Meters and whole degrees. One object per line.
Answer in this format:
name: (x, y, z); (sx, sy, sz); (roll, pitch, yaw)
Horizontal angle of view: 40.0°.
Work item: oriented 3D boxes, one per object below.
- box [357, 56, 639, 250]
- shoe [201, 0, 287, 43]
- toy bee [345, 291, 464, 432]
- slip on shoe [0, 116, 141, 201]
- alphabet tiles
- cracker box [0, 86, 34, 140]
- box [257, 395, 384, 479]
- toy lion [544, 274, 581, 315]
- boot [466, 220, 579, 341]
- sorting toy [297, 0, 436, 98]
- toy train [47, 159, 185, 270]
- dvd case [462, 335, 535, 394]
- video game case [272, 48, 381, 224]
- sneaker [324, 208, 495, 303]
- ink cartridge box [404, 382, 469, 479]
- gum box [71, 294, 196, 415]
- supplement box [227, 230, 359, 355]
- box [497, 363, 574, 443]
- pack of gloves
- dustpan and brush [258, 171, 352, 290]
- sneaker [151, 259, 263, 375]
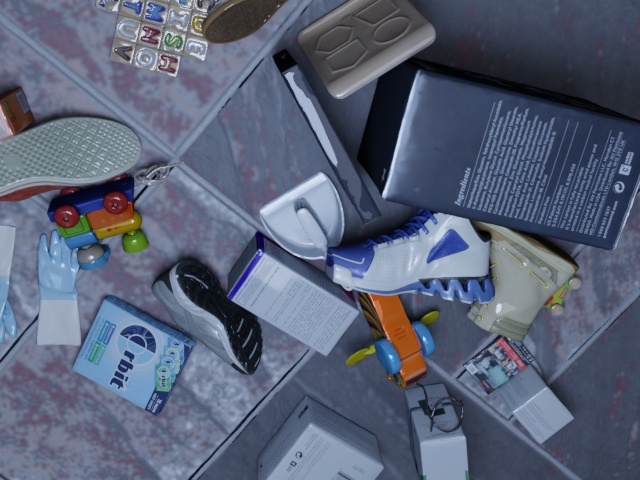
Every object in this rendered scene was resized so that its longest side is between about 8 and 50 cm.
box: (0.290, -0.158, 1.467); (0.396, 0.293, 0.212); (11, 106, -10)
shoe: (-0.108, -0.408, 1.476); (0.219, 0.058, 0.076); (-32, 139, 9)
toy bee: (0.140, 0.218, 1.661); (0.195, 0.162, 0.298); (-4, 79, -13)
slip on shoe: (-0.474, -0.132, 1.508); (0.331, 0.101, 0.123); (-16, 85, -13)
alphabet tiles: (-0.274, -0.404, 1.480); (0.198, 0.009, 0.237); (13, 106, -10)
cracker box: (-0.606, -0.180, 1.442); (0.232, 0.155, 0.067); (-18, 109, 0)
box: (-0.003, 0.437, 1.722); (0.182, 0.119, 0.181); (33, 102, -14)
toy lion: (0.439, 0.093, 1.704); (0.096, 0.034, 0.100); (30, 102, -6)
boot: (0.321, 0.060, 1.649); (0.262, 0.095, 0.203); (28, 109, -9)
sorting toy: (0.073, -0.331, 1.449); (0.193, 0.208, 0.038); (-31, 134, 5)
toy train: (-0.337, -0.042, 1.549); (0.248, 0.105, 0.143); (-16, 119, -1)
dvd case: (0.356, 0.243, 1.751); (0.119, 0.013, 0.087); (-40, 107, 6)
video game case: (0.005, -0.178, 1.454); (0.035, 0.248, 0.274); (-29, 108, 3)
sneaker: (0.166, 0.003, 1.541); (0.316, 0.127, 0.182); (6, 97, -14)
ink cartridge box: (0.222, 0.391, 1.685); (0.087, 0.208, 0.153); (-8, 108, 0)
gum box: (-0.346, 0.214, 1.632); (0.184, 0.041, 0.157); (28, 104, 4)
supplement box: (-0.052, 0.097, 1.611); (0.220, 0.111, 0.114); (31, 103, -14)
box: (0.424, 0.322, 1.737); (0.087, 0.101, 0.102); (-40, 109, 7)
pack of gloves: (-0.537, 0.091, 1.596); (0.195, 0.046, 0.232); (3, 108, -6)
dustpan and brush: (0.000, 0.000, 1.611); (0.147, 0.060, 0.211); (-31, 108, 5)
sneaker: (-0.204, 0.147, 1.633); (0.108, 0.100, 0.271); (-19, 120, 36)
